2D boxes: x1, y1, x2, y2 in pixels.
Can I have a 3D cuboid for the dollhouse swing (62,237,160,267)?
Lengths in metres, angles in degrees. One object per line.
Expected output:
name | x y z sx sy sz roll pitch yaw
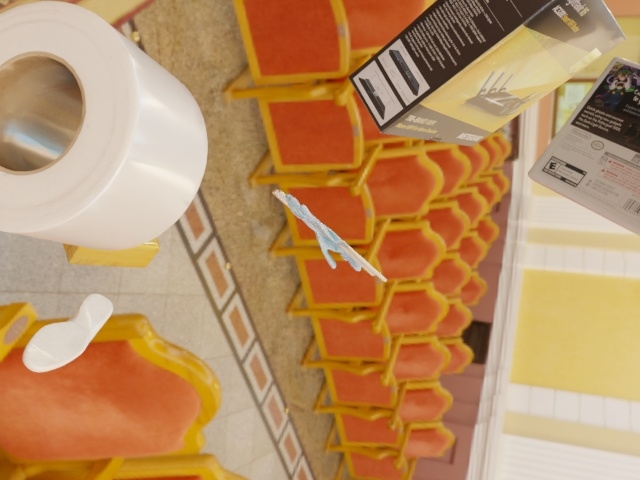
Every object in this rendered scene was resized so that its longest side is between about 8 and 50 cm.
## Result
dollhouse swing | -0.446 -0.163 1.425 0.315 0.305 0.346 8 56 -58

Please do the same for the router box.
router box | 0.211 -0.217 0.751 0.309 0.243 0.081 -9 67 -57

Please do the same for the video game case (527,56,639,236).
video game case | 0.357 -0.101 0.700 0.173 0.190 0.022 -54 138 5

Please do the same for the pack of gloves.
pack of gloves | 0.000 0.000 1.175 0.046 0.232 0.195 -49 -166 -2

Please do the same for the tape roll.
tape roll | -0.273 -0.117 0.716 0.169 0.246 0.246 30 65 -75

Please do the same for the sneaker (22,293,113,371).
sneaker | -0.458 0.185 1.148 0.094 0.080 0.212 -50 -179 29
